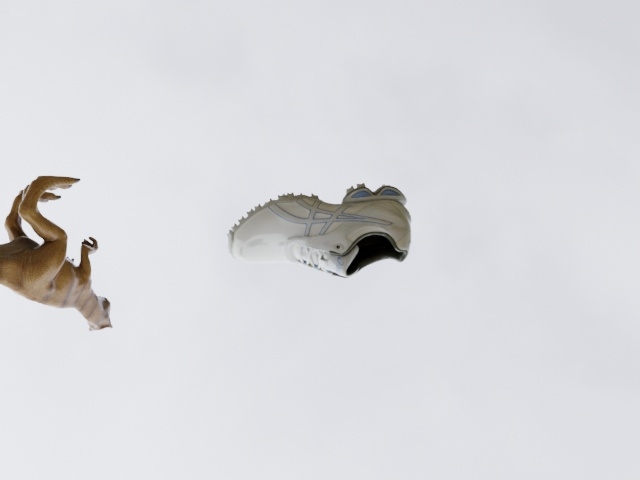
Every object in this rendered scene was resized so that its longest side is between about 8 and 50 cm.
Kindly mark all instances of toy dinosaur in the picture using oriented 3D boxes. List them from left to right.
[{"bbox_3d":[-0.193,0.015,0.779,0.064,0.112,0.211,-8,165,29],"label":"toy dinosaur"}]

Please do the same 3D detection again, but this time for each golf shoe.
[{"bbox_3d":[0.000,0.000,1.102,0.176,0.069,0.086,-13,-135,1],"label":"golf shoe"}]
